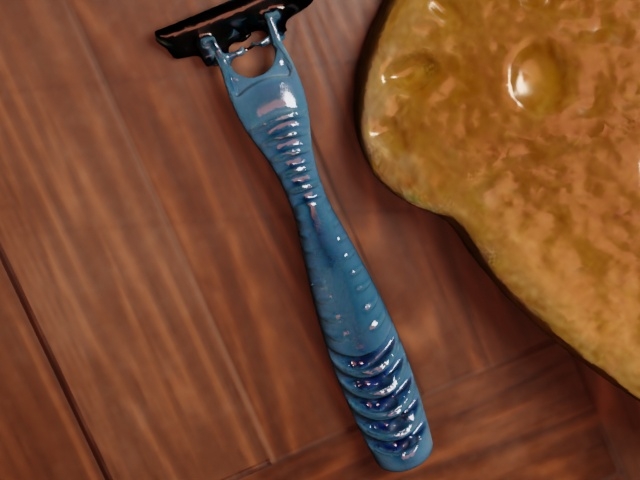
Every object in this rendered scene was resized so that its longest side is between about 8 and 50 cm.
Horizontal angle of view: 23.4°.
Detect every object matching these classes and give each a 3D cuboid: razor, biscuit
[{"bbox_3d":[0.000,0.000,0.770,0.082,0.042,0.253,-21,102,-1],"label":"razor"},{"bbox_3d":[0.199,-0.063,0.734,0.343,0.057,0.287,36,101,7],"label":"biscuit"}]
